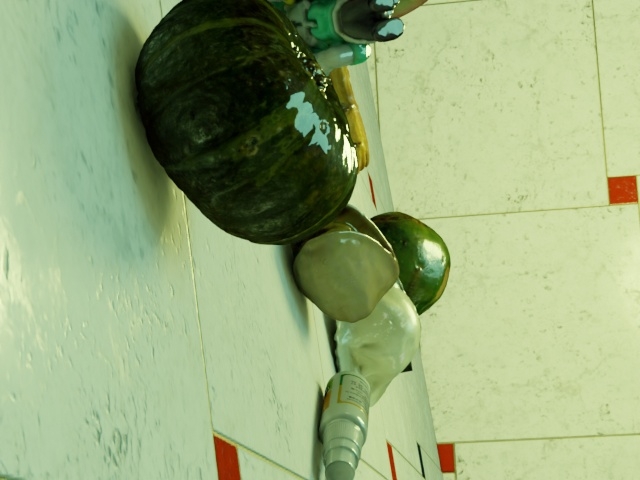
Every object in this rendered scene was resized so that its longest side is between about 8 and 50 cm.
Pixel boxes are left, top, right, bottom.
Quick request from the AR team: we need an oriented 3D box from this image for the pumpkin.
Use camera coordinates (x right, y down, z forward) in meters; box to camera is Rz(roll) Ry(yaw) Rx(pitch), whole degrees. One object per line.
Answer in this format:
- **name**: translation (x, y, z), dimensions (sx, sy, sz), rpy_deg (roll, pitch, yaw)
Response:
- **pumpkin**: translation (-0.062, -0.100, 1.051), dimensions (0.224, 0.157, 0.224), rpy_deg (58, 14, -23)

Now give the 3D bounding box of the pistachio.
- **pistachio**: translation (0.028, 0.026, 1.660), dimensions (0.206, 0.131, 0.130), rpy_deg (60, 12, -55)

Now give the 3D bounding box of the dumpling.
- **dumpling**: translation (0.073, 0.156, 1.924), dimensions (0.172, 0.142, 0.247), rpy_deg (-39, 132, -42)

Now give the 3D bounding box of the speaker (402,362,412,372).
- **speaker**: translation (0.100, 0.161, 2.200), dimensions (0.218, 0.082, 0.044), rpy_deg (67, 15, -52)

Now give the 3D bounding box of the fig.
- **fig**: translation (0.129, 0.071, 2.314), dimensions (0.195, 0.195, 0.245), rpy_deg (34, 79, -80)

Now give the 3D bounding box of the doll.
- **doll**: translation (-0.026, -0.276, 1.535), dimensions (0.258, 0.153, 0.195), rpy_deg (-35, -105, 53)

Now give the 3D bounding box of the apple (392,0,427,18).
- **apple**: translation (0.035, -0.451, 1.684), dimensions (0.345, 0.344, 0.269), rpy_deg (70, 10, -51)

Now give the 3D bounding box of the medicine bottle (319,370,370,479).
- **medicine bottle**: translation (0.027, 0.250, 1.605), dimensions (0.221, 0.061, 0.092), rpy_deg (-78, 175, -70)

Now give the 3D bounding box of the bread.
- **bread**: translation (0.004, -0.232, 2.008), dimensions (0.210, 0.099, 0.235), rpy_deg (71, 5, -59)
